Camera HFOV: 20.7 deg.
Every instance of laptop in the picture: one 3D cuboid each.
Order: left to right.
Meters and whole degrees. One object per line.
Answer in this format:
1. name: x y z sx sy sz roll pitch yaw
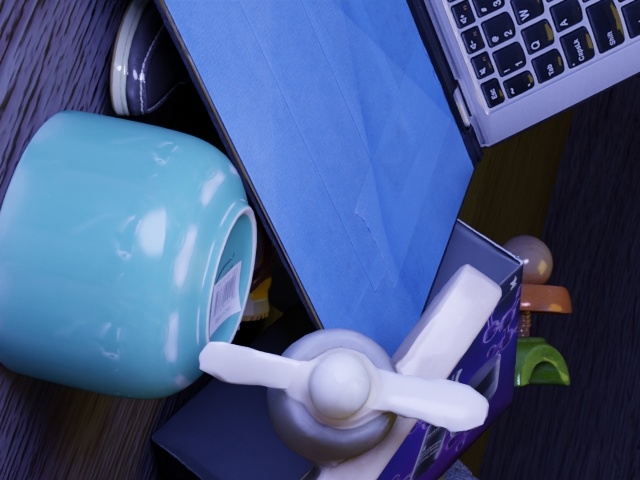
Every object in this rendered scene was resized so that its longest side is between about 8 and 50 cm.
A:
1. laptop: 0.113 -0.175 0.974 0.382 0.407 0.236 65 -2 -34

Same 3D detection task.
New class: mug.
1. mug: -0.083 -0.002 0.838 0.129 0.097 0.158 77 28 -63

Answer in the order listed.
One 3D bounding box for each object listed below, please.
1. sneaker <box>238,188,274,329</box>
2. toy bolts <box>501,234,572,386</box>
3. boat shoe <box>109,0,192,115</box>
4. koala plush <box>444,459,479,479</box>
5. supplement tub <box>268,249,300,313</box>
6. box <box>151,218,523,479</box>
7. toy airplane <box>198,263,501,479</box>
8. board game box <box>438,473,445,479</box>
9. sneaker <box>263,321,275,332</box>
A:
1. sneaker: -0.068 0.007 1.018 0.185 0.069 0.084 -12 105 -84
2. toy bolts: 0.127 0.073 1.834 0.228 0.218 0.159 4 84 -46
3. boat shoe: -0.066 -0.116 0.918 0.152 0.049 0.056 -65 163 -45
4. koala plush: 0.102 0.271 1.653 0.221 0.196 0.203 131 -31 -68
5. supplement tub: 0.000 0.000 1.293 0.071 0.071 0.107 89 17 -48
6. box: 0.018 0.121 1.197 0.261 0.103 0.184 -42 149 -24
7. toy airplane: -0.070 0.215 0.834 0.384 0.272 0.386 -37 -154 36
8. board game box: -0.002 0.323 1.394 0.303 0.097 0.224 -51 155 -60
9. sneaker: -0.042 0.121 1.289 0.067 0.042 0.118 -39 142 -77
